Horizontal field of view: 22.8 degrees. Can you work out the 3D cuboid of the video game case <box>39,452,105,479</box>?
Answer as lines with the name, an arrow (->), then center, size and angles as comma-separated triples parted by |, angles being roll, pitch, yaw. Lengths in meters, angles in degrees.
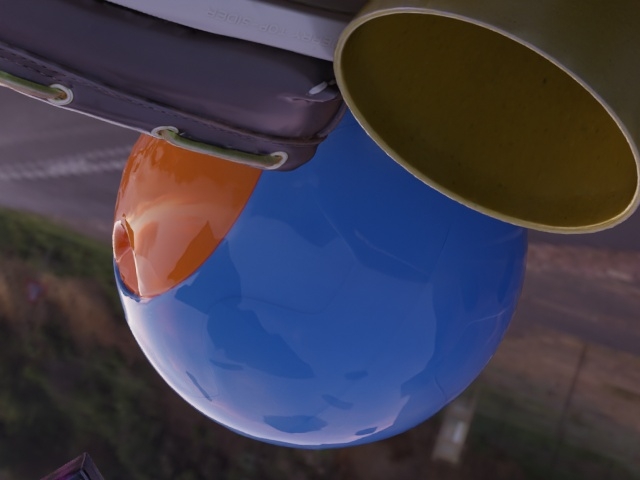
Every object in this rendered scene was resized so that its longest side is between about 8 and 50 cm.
video game case -> -0.174, 0.268, 0.901 | 0.210, 0.232, 0.042 | 57, -178, -10

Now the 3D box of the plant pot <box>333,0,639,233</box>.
plant pot -> 0.086, -0.081, 0.639 | 0.134, 0.095, 0.134 | 25, 155, 13

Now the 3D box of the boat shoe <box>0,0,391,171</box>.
boat shoe -> -0.133, -0.109, 0.660 | 0.324, 0.097, 0.117 | 14, -145, -19

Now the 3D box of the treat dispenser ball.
treat dispenser ball -> 0.000, 0.000, 1.099 | 0.288, 0.288, 0.288 | 19, 174, 2
